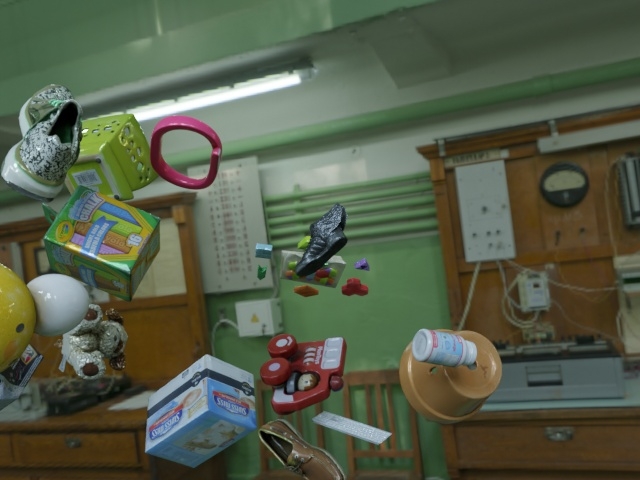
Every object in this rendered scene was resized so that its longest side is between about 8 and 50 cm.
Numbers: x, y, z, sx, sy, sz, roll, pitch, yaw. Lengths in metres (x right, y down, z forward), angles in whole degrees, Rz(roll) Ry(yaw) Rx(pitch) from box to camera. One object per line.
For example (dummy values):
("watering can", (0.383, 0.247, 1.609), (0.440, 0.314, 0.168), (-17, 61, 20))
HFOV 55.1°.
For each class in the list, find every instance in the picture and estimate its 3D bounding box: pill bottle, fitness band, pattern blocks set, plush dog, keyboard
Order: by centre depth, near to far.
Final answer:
("pill bottle", (0.331, 0.290, 1.633), (0.160, 0.087, 0.087), (13, -7, -21))
("pattern blocks set", (-0.024, 0.083, 1.734), (0.324, 0.026, 0.285), (1, -37, 5))
("fitness band", (-0.402, -0.258, 1.831), (0.209, 0.054, 0.291), (17, -34, -7))
("keyboard", (0.095, 0.585, 1.928), (0.256, 0.014, 0.072), (8, 19, 35))
("plush dog", (-0.795, 0.362, 2.187), (0.210, 0.262, 0.225), (-14, -13, 38))

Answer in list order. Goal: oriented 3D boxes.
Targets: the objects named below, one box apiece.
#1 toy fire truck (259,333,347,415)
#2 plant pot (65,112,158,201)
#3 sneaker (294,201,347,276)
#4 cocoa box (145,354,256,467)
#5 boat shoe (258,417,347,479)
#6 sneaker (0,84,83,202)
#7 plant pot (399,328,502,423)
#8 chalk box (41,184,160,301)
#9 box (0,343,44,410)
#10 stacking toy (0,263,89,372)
("toy fire truck", (-0.045, 0.430, 2.004), (0.254, 0.169, 0.302), (-9, 27, 12))
("plant pot", (-0.664, -0.233, 1.876), (0.228, 0.227, 0.207), (-7, 33, 16))
("sneaker", (-0.001, -0.001, 1.359), (0.170, 0.089, 0.051), (-40, -34, 15))
("cocoa box", (-0.427, 0.615, 2.188), (0.347, 0.228, 0.231), (-37, -51, 24))
("boat shoe", (-0.064, 0.652, 1.824), (0.307, 0.111, 0.104), (27, 12, 33))
("sneaker", (-0.599, -0.265, 1.429), (0.182, 0.410, 0.158), (-39, -50, 21))
("plant pot", (0.410, 0.394, 1.862), (0.291, 0.291, 0.203), (-8, -21, -20))
("chalk box", (-0.576, -0.003, 1.556), (0.289, 0.179, 0.180), (22, -32, -2))
("box", (-0.764, 0.311, 1.326), (0.247, 0.142, 0.163), (-34, 21, 10))
("stacking toy", (-0.599, 0.127, 1.005), (0.350, 0.351, 0.480), (-7, 3, 39))
